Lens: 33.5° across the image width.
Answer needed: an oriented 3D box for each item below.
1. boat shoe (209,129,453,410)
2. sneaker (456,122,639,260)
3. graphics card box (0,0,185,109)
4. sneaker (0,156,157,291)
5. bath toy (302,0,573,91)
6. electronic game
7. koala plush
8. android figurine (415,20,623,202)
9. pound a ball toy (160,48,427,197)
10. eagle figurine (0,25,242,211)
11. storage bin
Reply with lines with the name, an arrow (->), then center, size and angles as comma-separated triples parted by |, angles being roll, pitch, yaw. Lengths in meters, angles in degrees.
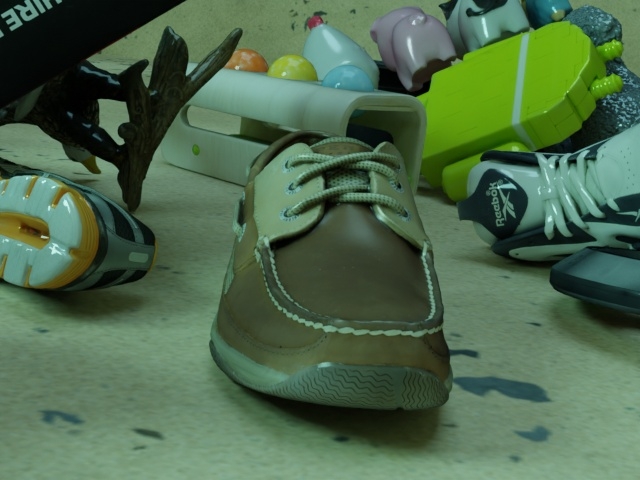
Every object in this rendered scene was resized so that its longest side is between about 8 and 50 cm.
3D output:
boat shoe -> 0.000, 0.000, 0.589 | 0.123, 0.116, 0.324 | 4, 13, -11
sneaker -> 0.186, -0.033, 0.813 | 0.153, 0.094, 0.235 | -4, -6, -2
graphics card box -> -0.235, -0.148, 0.701 | 0.371, 0.094, 0.233 | -30, 27, -2
sneaker -> -0.189, -0.011, 0.665 | 0.215, 0.084, 0.083 | 22, 5, 41
bath toy -> 0.129, -0.257, 1.320 | 0.348, 0.129, 0.151 | -21, -14, -11
electronic game -> 0.266, 0.040, 0.697 | 0.229, 0.048, 0.229 | 8, 5, -1
koala plush -> 0.328, -0.131, 1.215 | 0.203, 0.196, 0.221 | 47, 4, -20
android figurine -> 0.197, -0.147, 1.156 | 0.273, 0.056, 0.248 | -19, 35, 29
pound a ball toy -> -0.022, -0.134, 1.151 | 0.208, 0.135, 0.319 | -6, 18, -44
eagle figurine -> -0.257, -0.136, 0.948 | 0.298, 0.225, 0.226 | 23, 32, 22
storage bin -> 0.069, -0.179, 1.430 | 0.180, 0.122, 0.084 | 6, 12, -2
